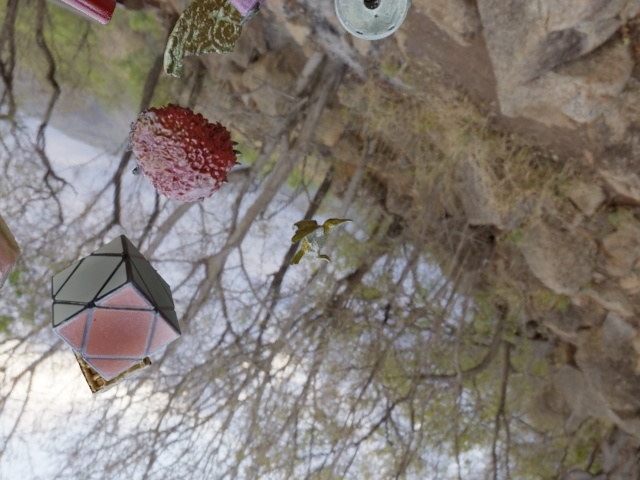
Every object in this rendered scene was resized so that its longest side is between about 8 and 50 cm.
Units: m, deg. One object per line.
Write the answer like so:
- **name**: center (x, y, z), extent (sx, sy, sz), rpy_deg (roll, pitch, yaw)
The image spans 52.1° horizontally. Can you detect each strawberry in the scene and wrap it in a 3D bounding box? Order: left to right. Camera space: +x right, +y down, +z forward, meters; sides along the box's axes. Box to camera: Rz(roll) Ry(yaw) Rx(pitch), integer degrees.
- **strawberry**: center (-0.324, -0.184, 1.538), extent (0.138, 0.233, 0.306), rpy_deg (55, -165, 24)

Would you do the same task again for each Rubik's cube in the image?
- **Rubik's cube**: center (-0.468, 0.150, 1.499), extent (0.205, 0.207, 0.205), rpy_deg (57, 180, -38)

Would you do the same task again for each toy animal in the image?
- **toy animal**: center (0.000, 0.000, 1.453), extent (0.155, 0.095, 0.219), rpy_deg (-7, -171, -9)

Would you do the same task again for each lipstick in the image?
- **lipstick**: center (-0.607, -0.597, 1.508), extent (0.279, 0.073, 0.073), rpy_deg (22, -173, -41)

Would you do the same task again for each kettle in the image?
- **kettle**: center (0.132, -0.708, 1.904), extent (0.264, 0.205, 0.318), rpy_deg (-6, -155, 13)

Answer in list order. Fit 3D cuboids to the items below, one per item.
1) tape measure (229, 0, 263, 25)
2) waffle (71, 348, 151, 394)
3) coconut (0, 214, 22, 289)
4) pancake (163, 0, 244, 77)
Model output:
- **tape measure**: center (-0.163, -0.577, 1.249), extent (0.231, 0.245, 0.149), rpy_deg (41, -166, -8)
- **waffle**: center (-0.746, 0.349, 2.269), extent (0.308, 0.212, 0.091), rpy_deg (60, 177, 10)
- **coconut**: center (-0.718, 0.020, 1.203), extent (0.297, 0.310, 0.297), rpy_deg (-14, -151, 8)
- **pancake**: center (-0.297, -0.597, 1.811), extent (0.054, 0.376, 0.197), rpy_deg (43, 172, 39)
